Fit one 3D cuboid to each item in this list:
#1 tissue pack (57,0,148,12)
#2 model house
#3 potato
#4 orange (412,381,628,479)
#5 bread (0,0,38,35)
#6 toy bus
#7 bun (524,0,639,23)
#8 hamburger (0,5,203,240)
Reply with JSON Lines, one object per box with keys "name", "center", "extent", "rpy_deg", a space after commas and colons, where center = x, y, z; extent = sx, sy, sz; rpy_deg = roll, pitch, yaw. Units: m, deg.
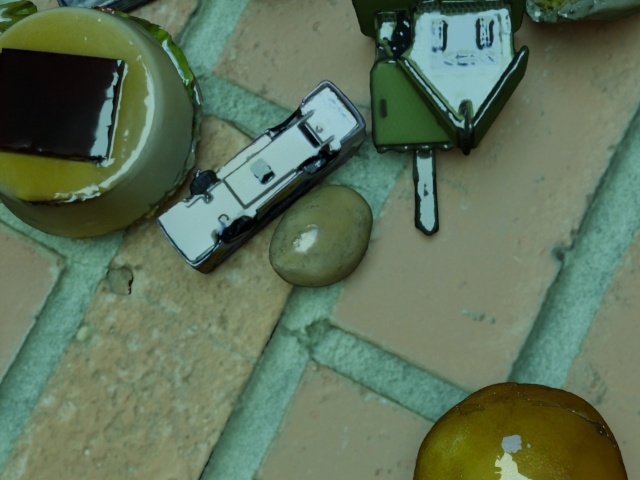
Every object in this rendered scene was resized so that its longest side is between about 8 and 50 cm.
{"name": "tissue pack", "center": [-0.282, -0.357, 1.493], "extent": [0.156, 0.051, 0.112], "rpy_deg": [-25, 76, 2]}
{"name": "model house", "center": [0.141, -0.152, 1.324], "extent": [0.204, 0.218, 0.279], "rpy_deg": [0, 83, 8]}
{"name": "potato", "center": [0.002, -0.002, 1.362], "extent": [0.112, 0.112, 0.147], "rpy_deg": [39, 73, 13]}
{"name": "orange", "center": [0.216, 0.274, 1.221], "extent": [0.239, 0.240, 0.240], "rpy_deg": [-1, 78, 7]}
{"name": "bread", "center": [-0.440, -0.248, 1.482], "extent": [0.157, 0.083, 0.094], "rpy_deg": [-18, 89, 2]}
{"name": "toy bus", "center": [-0.068, -0.075, 1.378], "extent": [0.274, 0.112, 0.090], "rpy_deg": [-39, 77, -2]}
{"name": "bun", "center": [0.299, -0.385, 1.351], "extent": [0.281, 0.204, 0.282], "rpy_deg": [4, 83, -31]}
{"name": "hamburger", "center": [-0.291, -0.147, 1.393], "extent": [0.301, 0.170, 0.302], "rpy_deg": [-2, 81, 10]}
